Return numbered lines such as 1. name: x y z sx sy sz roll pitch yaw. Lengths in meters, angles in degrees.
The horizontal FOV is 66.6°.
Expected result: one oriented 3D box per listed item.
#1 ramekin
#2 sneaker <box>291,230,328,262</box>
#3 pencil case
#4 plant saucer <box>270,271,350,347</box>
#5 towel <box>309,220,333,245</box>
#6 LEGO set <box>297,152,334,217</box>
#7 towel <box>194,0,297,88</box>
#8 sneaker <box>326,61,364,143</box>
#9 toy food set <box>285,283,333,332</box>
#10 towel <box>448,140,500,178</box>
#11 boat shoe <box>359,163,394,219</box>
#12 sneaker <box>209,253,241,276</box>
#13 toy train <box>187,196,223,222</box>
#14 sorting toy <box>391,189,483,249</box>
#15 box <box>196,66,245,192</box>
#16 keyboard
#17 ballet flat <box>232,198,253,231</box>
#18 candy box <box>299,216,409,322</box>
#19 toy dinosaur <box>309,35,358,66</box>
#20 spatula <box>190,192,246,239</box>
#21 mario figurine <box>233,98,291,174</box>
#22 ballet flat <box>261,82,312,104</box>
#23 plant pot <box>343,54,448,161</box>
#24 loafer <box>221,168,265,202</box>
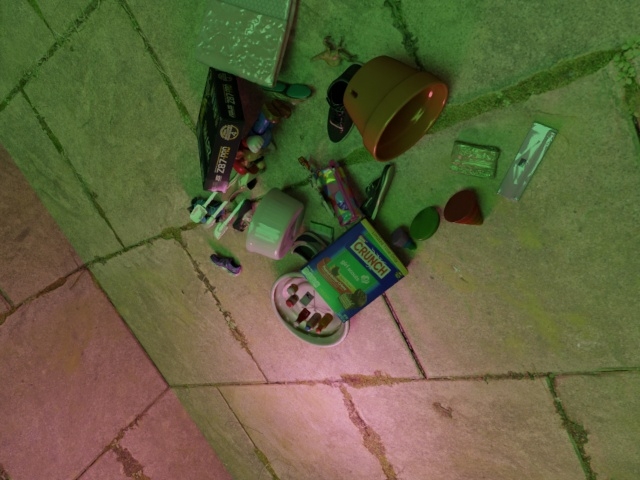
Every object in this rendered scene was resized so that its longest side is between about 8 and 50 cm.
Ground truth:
1. ramekin: -0.172 -0.058 1.929 0.135 0.277 0.277 24 130 9
2. sneaker: 0.021 0.092 1.956 0.319 0.131 0.112 32 129 15
3. pencil case: 0.071 -0.170 1.766 0.104 0.104 0.236 -27 87 41
4. plant saucer: -0.033 0.292 2.175 0.401 0.100 0.400 16 127 23
5. towel: 0.000 0.000 2.016 0.113 0.023 0.152 17 127 22
6. LEGO set: -0.011 -0.217 1.793 0.060 0.182 0.244 -31 113 4
7. towel: -0.256 -0.714 1.637 0.332 0.053 0.317 25 111 18
8. sneaker: 0.058 -0.434 1.612 0.105 0.147 0.295 31 132 11
9. toy food set: -0.072 0.299 2.067 0.232 0.104 0.111 43 132 2
10. towel: 0.482 -0.250 1.535 0.148 0.027 0.110 16 127 24
11. boat shoe: 0.197 -0.176 1.732 0.079 0.084 0.233 31 134 12
12. sneaker: -0.457 0.105 2.369 0.170 0.068 0.071 28 116 4
13. toy train: -0.527 -0.138 2.237 0.184 0.080 0.105 16 119 24
14. sorting toy: 0.414 -0.042 1.688 0.126 0.127 0.365 30 142 -27
15. box: -0.371 -0.422 1.775 0.097 0.395 0.318 3 138 -23
16. keyboard: 0.618 -0.231 1.471 0.072 0.014 0.256 31 131 19
17. ballet flat: -0.329 -0.102 2.134 0.074 0.074 0.203 41 139 4
18. candy box: 0.129 0.108 1.838 0.317 0.122 0.268 -39 94 7
19. toy dinosaur: 0.028 -0.609 1.581 0.183 0.053 0.092 10 125 28
20. spatula: -0.449 -0.138 2.149 0.168 0.019 0.242 41 109 -5
21. mario figurine: -0.210 -0.350 1.790 0.320 0.198 0.170 -47 53 38
22. ballet flat: -0.113 -0.520 1.734 0.206 0.073 0.067 20 155 24
23. plant pot: 0.207 -0.411 1.461 0.203 0.291 0.291 50 135 18
24. loafer: -0.320 -0.237 2.017 0.092 0.102 0.268 43 130 -2
